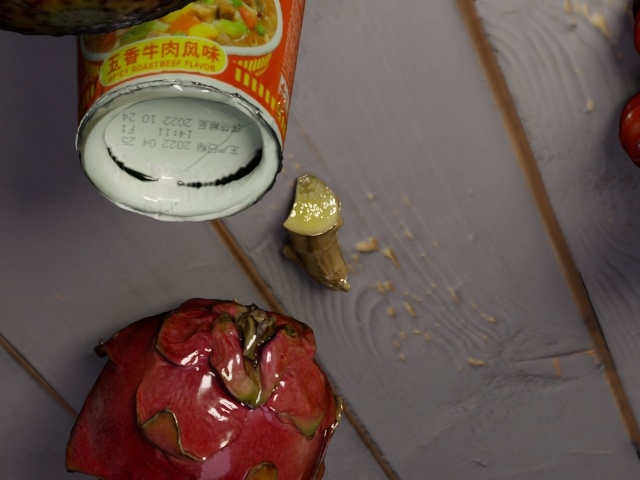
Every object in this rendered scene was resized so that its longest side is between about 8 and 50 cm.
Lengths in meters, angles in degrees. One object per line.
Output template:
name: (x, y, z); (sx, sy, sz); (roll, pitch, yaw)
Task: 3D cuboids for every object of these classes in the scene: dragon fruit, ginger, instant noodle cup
dragon fruit: (-0.113, 0.176, 1.316); (0.250, 0.250, 0.315); (30, 149, -32)
ginger: (-0.006, -0.001, 1.234); (0.057, 0.044, 0.137); (-19, 143, -6)
instant noodle cup: (-0.087, -0.134, 0.928); (0.193, 0.212, 0.193); (0, 141, 0)

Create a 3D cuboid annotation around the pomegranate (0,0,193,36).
pomegranate: (-0.085, -0.240, 0.750); (0.340, 0.285, 0.285); (2, 141, -2)

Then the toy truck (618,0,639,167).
toy truck: (0.358, -0.083, 1.024); (0.239, 0.189, 0.265); (-11, 144, -1)
